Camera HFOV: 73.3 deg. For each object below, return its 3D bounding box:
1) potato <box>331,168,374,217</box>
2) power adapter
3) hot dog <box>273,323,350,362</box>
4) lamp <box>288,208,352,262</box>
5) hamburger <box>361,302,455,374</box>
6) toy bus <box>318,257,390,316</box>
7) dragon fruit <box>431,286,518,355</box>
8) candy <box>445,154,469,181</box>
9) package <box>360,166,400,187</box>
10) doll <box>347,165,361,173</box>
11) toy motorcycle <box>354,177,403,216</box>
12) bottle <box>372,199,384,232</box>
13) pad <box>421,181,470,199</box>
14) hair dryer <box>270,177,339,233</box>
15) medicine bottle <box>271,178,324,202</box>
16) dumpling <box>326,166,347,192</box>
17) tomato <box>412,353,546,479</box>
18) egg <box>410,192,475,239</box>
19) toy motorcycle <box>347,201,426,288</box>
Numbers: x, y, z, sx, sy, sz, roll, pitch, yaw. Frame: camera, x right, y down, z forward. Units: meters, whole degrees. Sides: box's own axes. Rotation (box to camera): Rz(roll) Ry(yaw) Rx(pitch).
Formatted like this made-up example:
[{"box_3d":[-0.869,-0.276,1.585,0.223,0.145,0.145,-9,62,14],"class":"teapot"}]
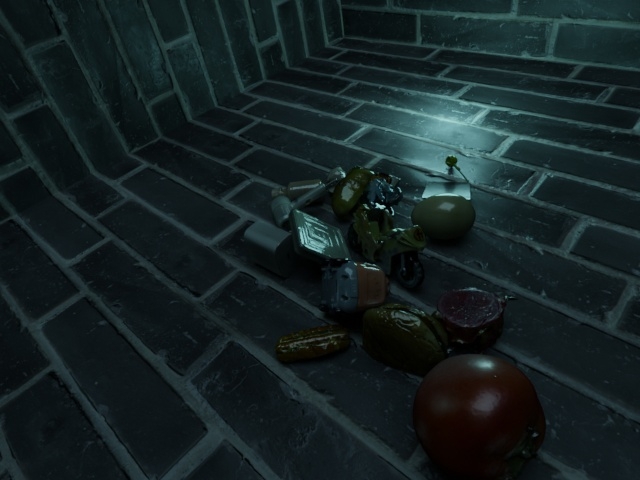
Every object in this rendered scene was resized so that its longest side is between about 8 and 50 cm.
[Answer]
[{"box_3d":[0.124,-0.233,1.977,0.272,0.111,0.160,-58,15,-20],"class":"potato"},{"box_3d":[-0.221,0.023,1.782,0.255,0.187,0.124,23,51,33],"class":"power adapter"},{"box_3d":[-0.027,0.350,1.463,0.268,0.072,0.115,-14,49,-3],"class":"hot dog"},{"box_3d":[0.000,0.000,1.741,0.269,0.047,0.267,23,30,-29],"class":"lamp"},{"box_3d":[0.260,0.294,1.354,0.308,0.211,0.132,15,43,30],"class":"hamburger"},{"box_3d":[0.118,0.156,1.506,0.232,0.194,0.287,-1,-4,-13],"class":"toy bus"},{"box_3d":[0.498,0.262,1.397,0.282,0.147,0.211,-11,32,-4],"class":"dragon fruit"},{"box_3d":[0.671,-0.347,2.101,0.058,0.062,0.194,-19,52,-5],"class":"candy"},{"box_3d":[0.259,-0.293,2.143,0.239,0.030,0.154,21,52,31],"class":"package"},{"box_3d":[0.183,-0.302,2.125,0.078,0.077,0.113,-17,80,-8],"class":"doll"},{"box_3d":[0.252,-0.189,1.954,0.206,0.154,0.260,-40,32,1],"class":"toy motorcycle"},{"box_3d":[0.249,-0.100,1.826,0.060,0.164,0.060,-6,41,6],"class":"bottle"},{"box_3d":[0.570,-0.226,1.933,0.202,0.005,0.300,4,22,17],"class":"pad"},{"box_3d":[-0.060,-0.186,1.975,0.357,0.107,0.173,-33,44,6],"class":"hair dryer"},{"box_3d":[-0.112,-0.231,2.097,0.252,0.114,0.114,-5,42,7],"class":"medicine bottle"},{"box_3d":[0.076,-0.295,2.127,0.127,0.108,0.188,-43,32,15],"class":"dumpling"},{"box_3d":[0.389,0.438,1.090,0.321,0.322,0.322,-7,41,6],"class":"tomato"},{"box_3d":[0.496,-0.098,1.749,0.253,0.189,0.189,2,43,21],"class":"egg"},{"box_3d":[0.255,0.003,1.666,0.168,0.237,0.410,-8,32,-39],"class":"toy motorcycle"}]
